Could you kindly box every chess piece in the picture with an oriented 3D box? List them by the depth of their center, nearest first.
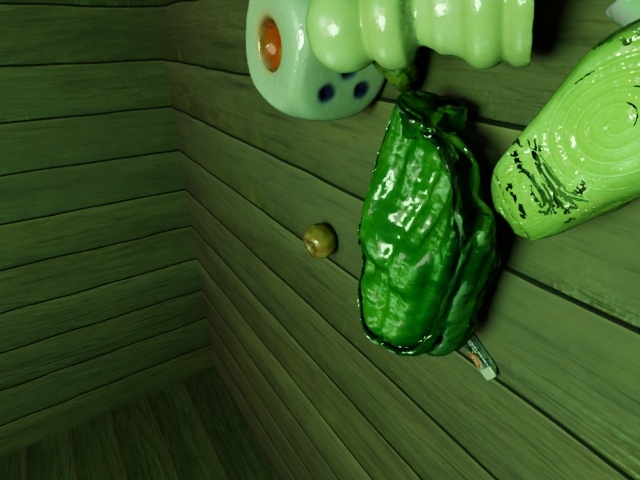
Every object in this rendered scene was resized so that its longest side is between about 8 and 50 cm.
[{"bbox_3d":[0.104,-0.260,0.476,0.251,0.144,0.144,3,110,24],"label":"chess piece"}]

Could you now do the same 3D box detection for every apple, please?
[{"bbox_3d":[0.000,0.000,0.982,0.084,0.071,0.084,39,143,38],"label":"apple"}]

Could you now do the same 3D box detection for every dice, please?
[{"bbox_3d":[-0.005,-0.327,0.694,0.193,0.192,0.194,49,144,34],"label":"dice"}]

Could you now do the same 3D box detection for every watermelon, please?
[{"bbox_3d":[0.108,-0.270,0.598,0.069,0.163,0.087,-42,51,20],"label":"watermelon"}]

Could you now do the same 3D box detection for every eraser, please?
[{"bbox_3d":[0.255,0.180,0.687,0.099,0.019,0.027,59,148,22],"label":"eraser"}]

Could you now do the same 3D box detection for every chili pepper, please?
[{"bbox_3d":[0.162,-0.008,0.598,0.213,0.167,0.385,30,128,45],"label":"chili pepper"}]

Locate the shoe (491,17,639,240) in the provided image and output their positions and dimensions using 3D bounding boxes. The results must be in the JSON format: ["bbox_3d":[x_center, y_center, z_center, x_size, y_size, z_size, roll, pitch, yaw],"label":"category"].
[{"bbox_3d":[0.270,-0.101,0.400,0.140,0.128,0.262,53,149,13],"label":"shoe"}]

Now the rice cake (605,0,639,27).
[{"bbox_3d":[0.342,-0.157,0.339,0.222,0.042,0.080,60,147,21],"label":"rice cake"}]
